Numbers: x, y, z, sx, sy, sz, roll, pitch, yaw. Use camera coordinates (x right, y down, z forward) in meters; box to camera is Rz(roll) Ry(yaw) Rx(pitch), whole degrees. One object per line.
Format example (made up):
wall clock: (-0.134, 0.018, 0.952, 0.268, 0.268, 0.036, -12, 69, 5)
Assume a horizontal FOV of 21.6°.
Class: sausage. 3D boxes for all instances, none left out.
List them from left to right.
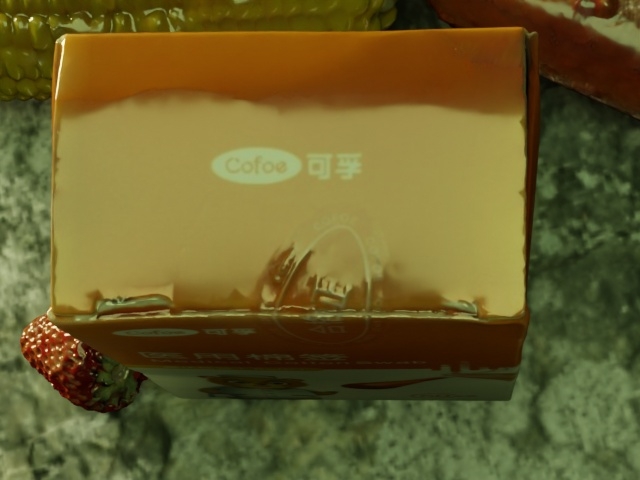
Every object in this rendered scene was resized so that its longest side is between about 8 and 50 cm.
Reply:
sausage: (0.213, -0.114, 1.027, 0.330, 0.102, 0.102, 26, 82, 10)

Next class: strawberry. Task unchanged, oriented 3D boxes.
strawberry: (-0.147, 0.066, 1.043, 0.083, 0.073, 0.073, 21, 81, 33)

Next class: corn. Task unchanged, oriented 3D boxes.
corn: (-0.122, -0.147, 1.057, 0.363, 0.120, 0.120, -8, 78, 5)

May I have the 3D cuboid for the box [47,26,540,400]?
box: (0.000, 0.000, 0.900, 0.225, 0.341, 0.143, 0, 78, 5)
